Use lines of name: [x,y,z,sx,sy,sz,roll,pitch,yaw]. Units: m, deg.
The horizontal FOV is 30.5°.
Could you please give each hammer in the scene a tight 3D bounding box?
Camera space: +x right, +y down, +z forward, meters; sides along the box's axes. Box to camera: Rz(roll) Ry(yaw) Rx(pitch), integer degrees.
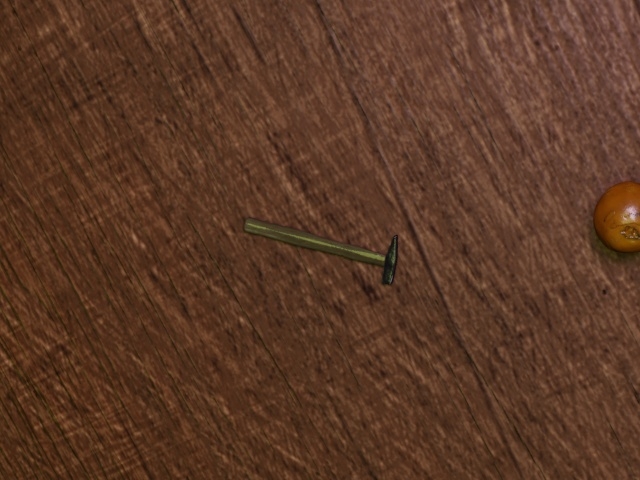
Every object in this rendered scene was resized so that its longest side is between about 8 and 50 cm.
hammer: [0.000,0.000,1.443,0.199,0.013,0.062,15,105,13]

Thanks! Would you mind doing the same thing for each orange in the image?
orange: [0.342,-0.026,1.294,0.084,0.083,0.083,4,102,17]
